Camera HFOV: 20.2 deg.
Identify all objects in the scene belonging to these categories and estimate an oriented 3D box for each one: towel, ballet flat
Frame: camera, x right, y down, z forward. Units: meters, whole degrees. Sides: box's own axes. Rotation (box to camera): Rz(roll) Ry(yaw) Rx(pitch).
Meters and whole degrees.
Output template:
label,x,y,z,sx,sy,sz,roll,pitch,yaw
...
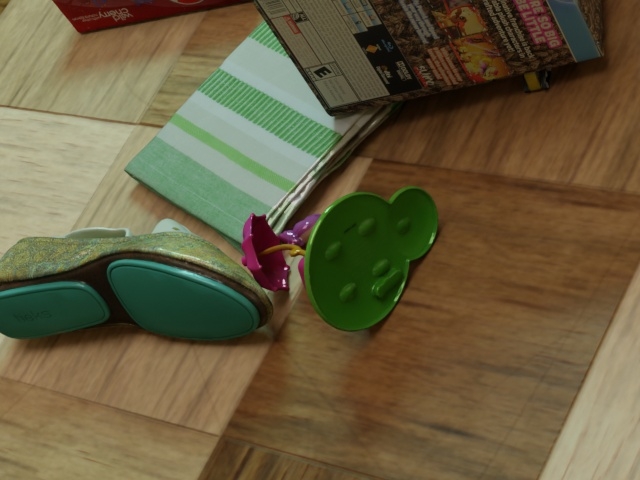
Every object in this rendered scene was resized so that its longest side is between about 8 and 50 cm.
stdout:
label,x,y,z,sx,sy,sz,roll,pitch,yaw
towel,-0.030,-0.144,1.902,0.325,0.038,0.248,-48,44,-9
ballet flat,-0.189,0.032,1.805,0.348,0.123,0.123,-4,53,31

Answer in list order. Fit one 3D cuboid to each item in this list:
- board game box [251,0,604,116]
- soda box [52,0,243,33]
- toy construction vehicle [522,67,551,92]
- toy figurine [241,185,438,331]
label,x,y,z,sx,sy,sz,roll,pitch,yaw
board game box,0.099,-0.265,1.724,0.291,0.232,0.141,-11,55,20
soda box,-0.191,-0.320,2.106,0.263,0.092,0.083,-6,53,28
toy construction vehicle,0.191,-0.192,1.798,0.086,0.035,0.098,-5,52,29
toy figurine,0.000,0.000,1.722,0.173,0.130,0.159,-37,29,-31
